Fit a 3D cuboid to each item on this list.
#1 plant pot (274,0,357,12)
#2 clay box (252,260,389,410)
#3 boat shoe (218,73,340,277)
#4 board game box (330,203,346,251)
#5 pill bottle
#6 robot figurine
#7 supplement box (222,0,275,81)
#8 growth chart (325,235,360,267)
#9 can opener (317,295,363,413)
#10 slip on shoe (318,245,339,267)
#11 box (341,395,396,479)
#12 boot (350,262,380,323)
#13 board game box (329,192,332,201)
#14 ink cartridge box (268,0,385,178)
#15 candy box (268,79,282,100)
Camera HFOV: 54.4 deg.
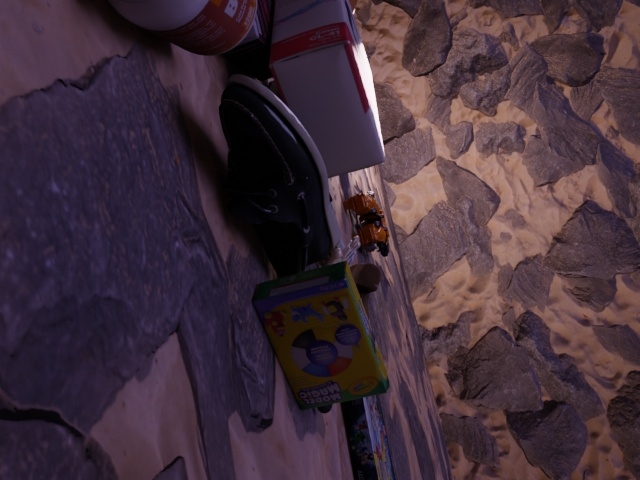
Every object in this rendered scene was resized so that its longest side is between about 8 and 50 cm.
[{"bbox_3d":[-0.035,-0.536,1.222,0.291,0.291,0.203,-16,107,-79],"label":"plant pot"},{"bbox_3d":[0.009,0.145,0.846,0.053,0.128,0.221,-81,153,-63],"label":"clay box"},{"bbox_3d":[-0.067,-0.057,0.808,0.113,0.127,0.340,-50,153,-19],"label":"boat shoe"},{"bbox_3d":[0.027,-0.010,1.389,0.103,0.026,0.154,-75,148,-68],"label":"board game box"},{"bbox_3d":[-0.149,-0.268,0.639,0.216,0.121,0.121,-34,109,-78],"label":"pill bottle"},{"bbox_3d":[0.147,-0.053,1.882,0.291,0.085,0.210,19,57,-76],"label":"robot figurine"},{"bbox_3d":[-0.118,-0.355,1.027,0.239,0.073,0.130,-11,86,-78],"label":"supplement box"},{"bbox_3d":[0.018,0.064,1.003,0.171,0.021,0.237,-61,172,10],"label":"growth chart"},{"bbox_3d":[0.018,0.169,0.947,0.059,0.073,0.185,51,50,-80],"label":"can opener"},{"bbox_3d":[0.000,0.000,1.208,0.135,0.052,0.041,59,7,-35],"label":"slip on shoe"},{"bbox_3d":[0.086,0.353,1.158,0.159,0.044,0.232,51,26,-64],"label":"box"},{"bbox_3d":[0.039,0.135,1.139,0.197,0.073,0.152,-61,-170,-18],"label":"boot"},{"bbox_3d":[-0.056,-0.133,0.931,0.186,0.026,0.126,40,-19,53],"label":"board game box"},{"bbox_3d":[0.012,-0.284,1.054,0.306,0.131,0.226,-90,161,-48],"label":"ink cartridge box"},{"bbox_3d":[-0.047,-0.192,1.159,0.233,0.071,0.159,-89,161,-55],"label":"candy box"}]
